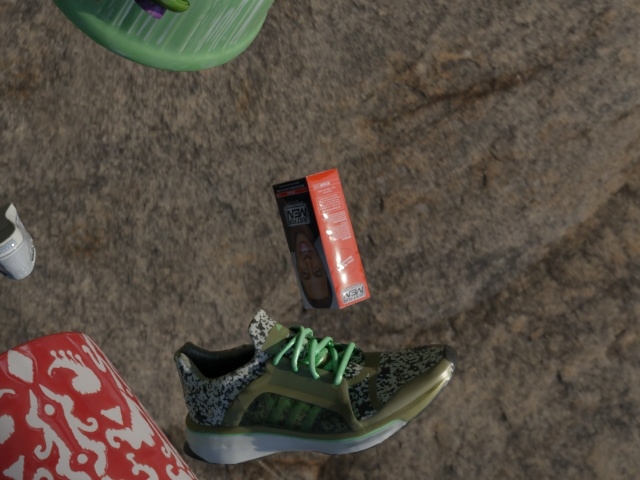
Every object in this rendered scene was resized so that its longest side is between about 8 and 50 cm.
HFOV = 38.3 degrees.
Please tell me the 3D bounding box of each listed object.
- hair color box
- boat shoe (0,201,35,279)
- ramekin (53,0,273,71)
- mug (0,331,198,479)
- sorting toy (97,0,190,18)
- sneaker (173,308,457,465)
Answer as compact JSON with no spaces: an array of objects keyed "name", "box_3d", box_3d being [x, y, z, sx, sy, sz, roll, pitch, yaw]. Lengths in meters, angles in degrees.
[{"name":"hair color box","box_3d":[0.000,0.000,0.977,0.043,0.072,0.141,-19,96,-32]},{"name":"boat shoe","box_3d":[-0.479,0.005,1.393,0.079,0.227,0.081,-30,116,-13]},{"name":"ramekin","box_3d":[-0.164,-0.360,1.043,0.303,0.303,0.148,25,148,-22]},{"name":"mug","box_3d":[-0.115,0.148,0.442,0.113,0.169,0.150,-12,149,-53]},{"name":"sorting toy","box_3d":[-0.154,-0.198,0.723,0.042,0.061,0.102,-49,142,17]},{"name":"sneaker","box_3d":[-0.028,0.174,1.207,0.410,0.158,0.182,-15,111,19]}]
